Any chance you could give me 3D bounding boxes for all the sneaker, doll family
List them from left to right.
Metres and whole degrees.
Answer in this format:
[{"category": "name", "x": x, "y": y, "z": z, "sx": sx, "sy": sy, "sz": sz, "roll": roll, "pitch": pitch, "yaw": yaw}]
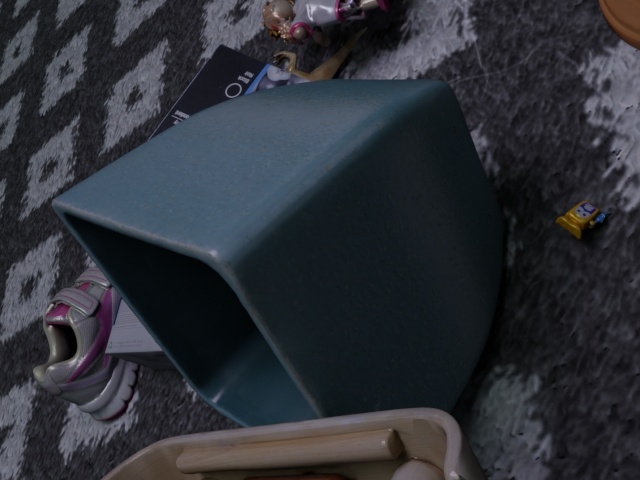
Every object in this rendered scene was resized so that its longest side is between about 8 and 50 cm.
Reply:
[{"category": "sneaker", "x": -0.271, "y": 0.084, "z": 0.928, "sx": 0.103, "sy": 0.111, "sz": 0.252, "roll": -14, "pitch": 58, "yaw": 41}, {"category": "doll family", "x": 0.012, "y": -0.295, "z": 0.859, "sx": 0.163, "sy": 0.118, "sz": 0.263, "roll": -9, "pitch": 57, "yaw": 23}]

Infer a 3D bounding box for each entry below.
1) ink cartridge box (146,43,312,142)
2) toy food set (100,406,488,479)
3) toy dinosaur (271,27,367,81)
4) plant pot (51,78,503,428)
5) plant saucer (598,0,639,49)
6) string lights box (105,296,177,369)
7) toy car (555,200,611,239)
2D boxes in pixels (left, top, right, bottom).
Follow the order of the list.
[{"category": "ink cartridge box", "x": -0.082, "y": -0.088, "z": 0.801, "sx": 0.206, "sy": 0.045, "sz": 0.208, "roll": 27, "pitch": 79, "yaw": 25}, {"category": "toy food set", "x": 0.003, "y": 0.227, "z": 0.469, "sx": 0.306, "sy": 0.220, "sz": 0.092, "roll": -17, "pitch": 19, "yaw": 39}, {"category": "toy dinosaur", "x": -0.018, "y": -0.177, "z": 0.879, "sx": 0.183, "sy": 0.053, "sz": 0.092, "roll": -51, "pitch": 58, "yaw": 5}, {"category": "plant pot", "x": 0.000, "y": 0.000, "z": 0.594, "sx": 0.252, "sy": 0.247, "sz": 0.248, "roll": -45, "pitch": 34, "yaw": -24}, {"category": "plant saucer", "x": 0.303, "y": -0.235, "z": 0.575, "sx": 0.200, "sy": 0.037, "sz": 0.200, "roll": -25, "pitch": 51, "yaw": 35}, {"category": "string lights box", "x": -0.149, "y": 0.012, "z": 0.870, "sx": 0.133, "sy": 0.076, "sz": 0.260, "roll": -9, "pitch": 62, "yaw": 43}, {"category": "toy car", "x": 0.223, "y": -0.017, "z": 0.520, "sx": 0.040, "sy": 0.060, "sz": 0.122, "roll": -36, "pitch": 43, "yaw": -20}]
